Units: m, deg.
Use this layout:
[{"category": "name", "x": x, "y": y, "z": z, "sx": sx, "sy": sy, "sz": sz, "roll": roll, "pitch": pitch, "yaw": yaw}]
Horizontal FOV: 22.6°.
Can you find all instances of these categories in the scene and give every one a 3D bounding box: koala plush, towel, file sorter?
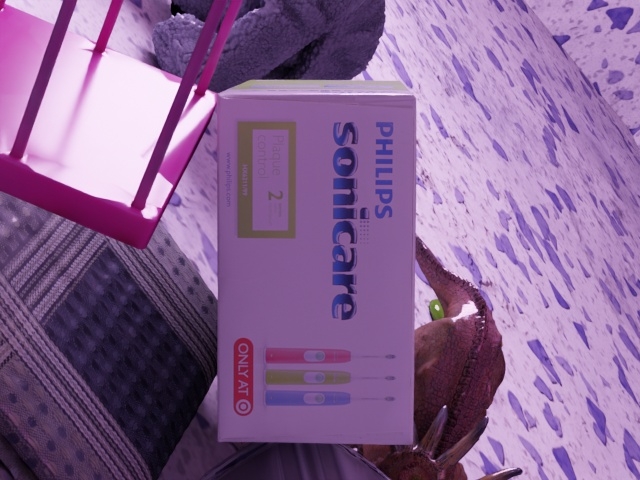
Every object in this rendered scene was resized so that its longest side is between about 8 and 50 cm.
[{"category": "koala plush", "x": -0.064, "y": -0.237, "z": 1.477, "sx": 0.196, "sy": 0.203, "sz": 0.221, "roll": 29, "pitch": 22, "yaw": -55}, {"category": "towel", "x": -0.189, "y": 0.005, "z": 0.985, "sx": 0.324, "sy": 0.056, "sz": 0.312, "roll": 56, "pitch": 22, "yaw": -12}, {"category": "file sorter", "x": -0.179, "y": -0.164, "z": 0.862, "sx": 0.290, "sy": 0.182, "sz": 0.202, "roll": 23, "pitch": 25, "yaw": -4}]

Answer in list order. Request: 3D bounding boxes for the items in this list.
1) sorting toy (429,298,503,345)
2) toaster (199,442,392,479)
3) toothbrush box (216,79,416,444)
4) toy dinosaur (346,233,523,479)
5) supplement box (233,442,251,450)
[{"category": "sorting toy", "x": 0.160, "y": 0.091, "z": 1.701, "sx": 0.102, "sy": 0.042, "sz": 0.061, "roll": 48, "pitch": 21, "yaw": -24}, {"category": "toaster", "x": 0.002, "y": 0.215, "z": 0.987, "sx": 0.227, "sy": 0.129, "sz": 0.146, "roll": 43, "pitch": 20, "yaw": -37}, {"category": "toothbrush box", "x": 0.000, "y": 0.000, "z": 1.050, "sx": 0.283, "sy": 0.122, "sz": 0.206, "roll": -92, "pitch": -178, "yaw": -82}, {"category": "toy dinosaur", "x": 0.091, "y": 0.126, "z": 1.211, "sx": 0.200, "sy": 0.127, "sz": 0.296, "roll": 107, "pitch": -6, "yaw": -76}, {"category": "supplement box", "x": -0.025, "y": 0.146, "z": 1.162, "sx": 0.098, "sy": 0.036, "sz": 0.062, "roll": 50, "pitch": 20, "yaw": -20}]
